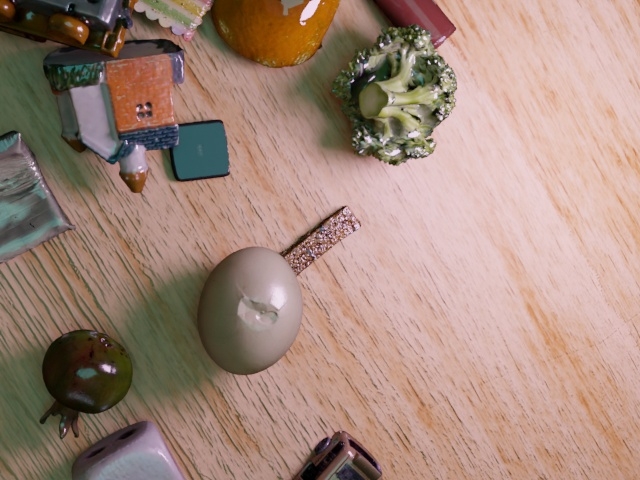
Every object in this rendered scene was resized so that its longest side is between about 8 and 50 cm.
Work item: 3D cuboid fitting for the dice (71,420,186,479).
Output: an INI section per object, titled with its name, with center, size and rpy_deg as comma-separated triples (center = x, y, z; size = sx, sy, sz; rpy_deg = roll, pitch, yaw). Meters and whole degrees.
[dice]
center = -0.382, 0.493, 1.839
size = 0.192, 0.194, 0.193
rpy_deg = -27, 98, -11

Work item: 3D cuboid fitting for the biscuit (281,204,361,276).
[biscuit]
center = 0.000, 0.000, 2.012
size = 0.199, 0.034, 0.064
rpy_deg = -38, 99, -12

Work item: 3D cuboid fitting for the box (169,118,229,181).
[box]
center = -0.262, -0.194, 1.951
size = 0.125, 0.027, 0.126
rpy_deg = -7, 93, -11

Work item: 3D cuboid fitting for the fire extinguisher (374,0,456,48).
[fire extinguisher]
center = 0.169, -0.577, 2.023
size = 0.337, 0.106, 0.147
rpy_deg = 49, 48, -10

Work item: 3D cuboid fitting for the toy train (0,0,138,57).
[toy train]
center = -0.535, -0.465, 1.753
size = 0.369, 0.231, 0.163
rpy_deg = 16, 83, 0

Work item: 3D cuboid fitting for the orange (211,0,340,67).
[orange]
center = -0.086, -0.541, 1.928
size = 0.263, 0.196, 0.334
rpy_deg = 29, 91, 1

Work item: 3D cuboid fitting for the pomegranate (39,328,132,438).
[pomegranate]
center = -0.484, 0.292, 1.830
size = 0.182, 0.181, 0.224
rpy_deg = 27, 99, -13

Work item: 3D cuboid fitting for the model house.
[model house]
center = -0.409, -0.250, 1.858
size = 0.272, 0.190, 0.300
rpy_deg = -11, 109, -18

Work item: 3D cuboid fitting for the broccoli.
[broccoli]
center = 0.154, -0.308, 1.956
size = 0.260, 0.235, 0.288
rpy_deg = -16, 90, -33

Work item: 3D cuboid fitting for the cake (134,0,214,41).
[cake]
center = -0.343, -0.512, 1.871
size = 0.225, 0.090, 0.109
rpy_deg = 29, 97, -4

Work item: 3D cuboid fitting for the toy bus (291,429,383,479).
[toy bus]
center = 0.004, 0.558, 1.953
size = 0.289, 0.157, 0.139
rpy_deg = -45, 101, -10

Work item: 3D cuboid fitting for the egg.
[egg]
center = -0.145, 0.146, 1.882
size = 0.219, 0.219, 0.269
rpy_deg = 11, 91, -14

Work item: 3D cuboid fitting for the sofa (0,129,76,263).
[sofa]
center = -0.627, -0.077, 1.781
size = 0.210, 0.176, 0.225
rpy_deg = -26, 96, -13
